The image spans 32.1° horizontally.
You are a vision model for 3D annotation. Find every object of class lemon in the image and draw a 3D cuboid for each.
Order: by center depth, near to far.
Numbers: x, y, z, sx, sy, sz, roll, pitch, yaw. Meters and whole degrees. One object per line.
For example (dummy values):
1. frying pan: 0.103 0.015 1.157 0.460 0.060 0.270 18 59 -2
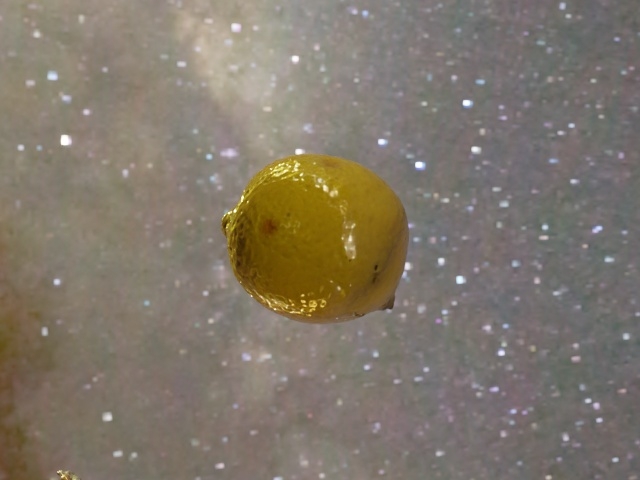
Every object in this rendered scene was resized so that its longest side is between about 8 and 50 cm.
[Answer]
1. lemon: -0.009 -0.001 1.482 0.228 0.254 0.228 -170 -90 -88

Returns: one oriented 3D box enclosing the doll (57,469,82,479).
1. doll: -0.259 0.349 1.379 0.183 0.085 0.217 41 -15 -1
